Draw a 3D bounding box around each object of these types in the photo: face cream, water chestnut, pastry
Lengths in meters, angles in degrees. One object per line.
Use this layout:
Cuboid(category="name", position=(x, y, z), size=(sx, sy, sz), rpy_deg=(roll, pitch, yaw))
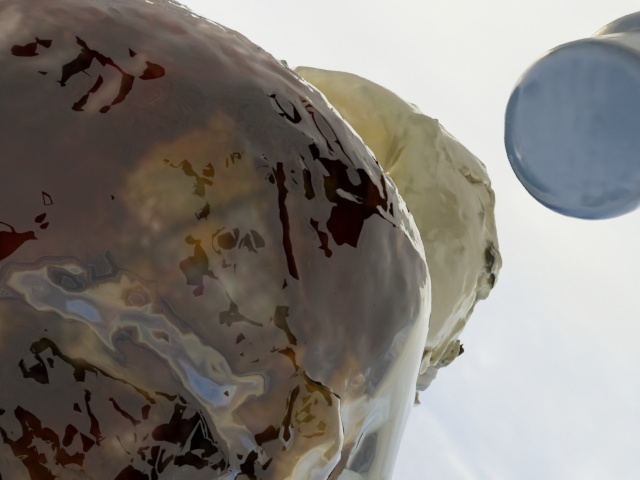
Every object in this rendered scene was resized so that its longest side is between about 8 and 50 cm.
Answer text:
Cuboid(category="face cream", position=(0.194, -0.072, 0.599), size=(0.385, 0.086, 0.135), rpy_deg=(-19, -78, -58))
Cuboid(category="water chestnut", position=(-0.142, 0.034, 0.524), size=(0.347, 0.335, 0.335), rpy_deg=(42, -161, 33))
Cuboid(category="pastry", position=(0.000, 0.002, 0.835), size=(0.133, 0.265, 0.265), rpy_deg=(22, -144, -56))
